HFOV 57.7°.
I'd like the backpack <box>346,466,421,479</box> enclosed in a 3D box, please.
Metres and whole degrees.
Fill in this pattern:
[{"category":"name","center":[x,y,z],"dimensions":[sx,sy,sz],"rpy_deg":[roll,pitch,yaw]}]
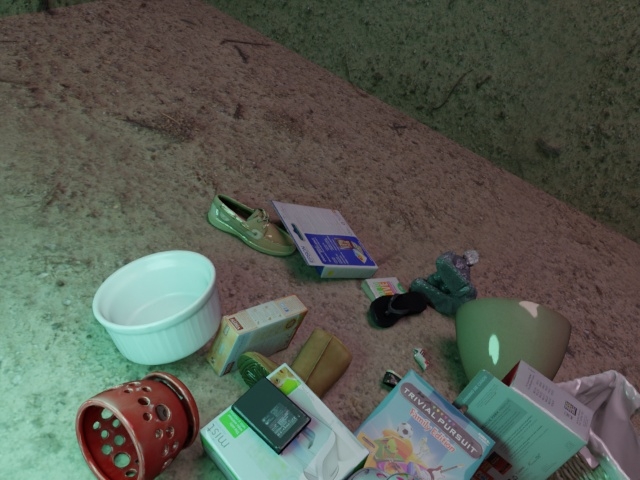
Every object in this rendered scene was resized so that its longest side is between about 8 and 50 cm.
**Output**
[{"category":"backpack","center":[0.131,0.553,1.084],"dimensions":[0.253,0.191,0.225],"rpy_deg":[29,32,21]}]

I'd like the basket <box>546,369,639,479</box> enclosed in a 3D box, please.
[{"category":"basket","center":[0.730,0.561,1.524],"dimensions":[0.331,0.266,0.328],"rpy_deg":[0,42,-34]}]

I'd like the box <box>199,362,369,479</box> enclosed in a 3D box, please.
[{"category":"box","center":[-0.077,0.432,1.188],"dimensions":[0.231,0.127,0.262],"rpy_deg":[-33,61,-28]}]

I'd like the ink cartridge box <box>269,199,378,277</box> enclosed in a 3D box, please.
[{"category":"ink cartridge box","center":[0.000,0.000,1.920],"dimensions":[0.307,0.072,0.304],"rpy_deg":[3,42,-39]}]

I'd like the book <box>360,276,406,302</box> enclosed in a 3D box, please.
[{"category":"book","center":[0.214,0.169,1.902],"dimensions":[0.144,0.035,0.096],"rpy_deg":[-2,48,-39]}]

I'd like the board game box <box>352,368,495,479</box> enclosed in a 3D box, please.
[{"category":"board game box","center":[0.196,0.495,1.310],"dimensions":[0.254,0.079,0.336],"rpy_deg":[40,56,17]}]

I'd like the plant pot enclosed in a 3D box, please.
[{"category":"plant pot","center":[-0.340,0.358,1.119],"dimensions":[0.191,0.191,0.174],"rpy_deg":[41,33,19]}]

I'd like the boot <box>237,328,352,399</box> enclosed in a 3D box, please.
[{"category":"boot","center":[-0.059,0.307,1.470],"dimensions":[0.236,0.089,0.269],"rpy_deg":[47,36,-2]}]

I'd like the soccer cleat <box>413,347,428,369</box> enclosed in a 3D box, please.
[{"category":"soccer cleat","center":[0.296,0.350,1.718],"dimensions":[0.035,0.029,0.083],"rpy_deg":[10,33,-9]}]

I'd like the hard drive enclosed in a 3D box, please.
[{"category":"hard drive","center":[-0.099,0.345,1.159],"dimensions":[0.135,0.022,0.094],"rpy_deg":[37,57,22]}]

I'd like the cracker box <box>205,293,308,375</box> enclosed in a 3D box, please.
[{"category":"cracker box","center":[-0.156,0.231,1.443],"dimensions":[0.232,0.156,0.067],"rpy_deg":[-14,52,-46]}]

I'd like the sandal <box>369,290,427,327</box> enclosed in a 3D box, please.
[{"category":"sandal","center":[0.248,0.202,1.830],"dimensions":[0.254,0.054,0.097],"rpy_deg":[-14,68,-43]}]

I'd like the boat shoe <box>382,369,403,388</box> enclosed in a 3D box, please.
[{"category":"boat shoe","center":[0.229,0.404,1.587],"dimensions":[0.133,0.049,0.042],"rpy_deg":[32,61,-6]}]

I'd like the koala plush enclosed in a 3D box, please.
[{"category":"koala plush","center":[0.455,0.127,1.999],"dimensions":[0.203,0.196,0.221],"rpy_deg":[41,34,0]}]

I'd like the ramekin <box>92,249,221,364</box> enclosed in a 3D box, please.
[{"category":"ramekin","center":[-0.361,0.155,1.333],"dimensions":[0.277,0.135,0.277],"rpy_deg":[-8,33,5]}]

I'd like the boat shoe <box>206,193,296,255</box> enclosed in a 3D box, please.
[{"category":"boat shoe","center":[-0.208,-0.050,1.833],"dimensions":[0.302,0.098,0.109],"rpy_deg":[27,34,-2]}]

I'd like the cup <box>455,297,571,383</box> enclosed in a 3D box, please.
[{"category":"cup","center":[0.542,0.344,1.686],"dimensions":[0.331,0.331,0.237],"rpy_deg":[22,61,-9]}]

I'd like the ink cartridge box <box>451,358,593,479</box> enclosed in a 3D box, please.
[{"category":"ink cartridge box","center":[0.449,0.456,1.426],"dimensions":[0.272,0.309,0.130],"rpy_deg":[37,35,13]}]
